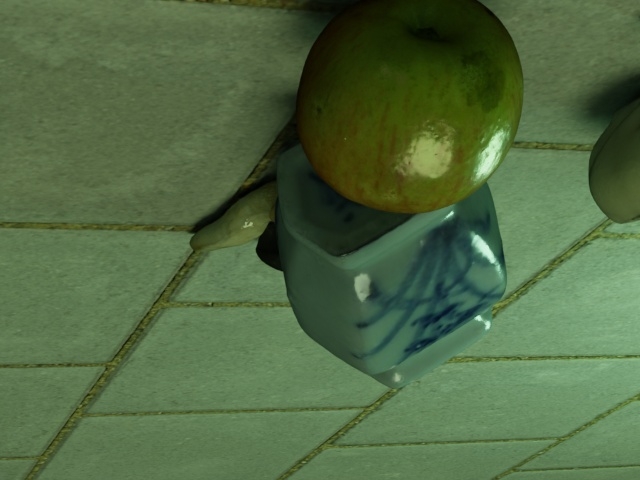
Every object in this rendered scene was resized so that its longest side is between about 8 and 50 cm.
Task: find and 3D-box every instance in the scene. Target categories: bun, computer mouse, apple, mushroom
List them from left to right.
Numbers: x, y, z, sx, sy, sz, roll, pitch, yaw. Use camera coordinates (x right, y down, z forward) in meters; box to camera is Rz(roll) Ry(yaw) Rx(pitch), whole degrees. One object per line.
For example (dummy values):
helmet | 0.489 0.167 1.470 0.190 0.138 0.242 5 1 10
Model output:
mushroom | -0.078 -0.020 1.785 0.059 0.054 0.202 8 159 -38
computer mouse | 0.000 0.000 1.850 0.172 0.057 0.099 -25 152 31
apple | 0.078 -0.123 1.381 0.196 0.196 0.196 -7 159 -3
bun | 0.349 -0.094 1.645 0.173 0.120 0.173 -23 -178 1

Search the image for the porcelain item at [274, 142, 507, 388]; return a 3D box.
porcelain item | 0.076 0.014 1.681 0.243 0.178 0.405 -31 158 -3
